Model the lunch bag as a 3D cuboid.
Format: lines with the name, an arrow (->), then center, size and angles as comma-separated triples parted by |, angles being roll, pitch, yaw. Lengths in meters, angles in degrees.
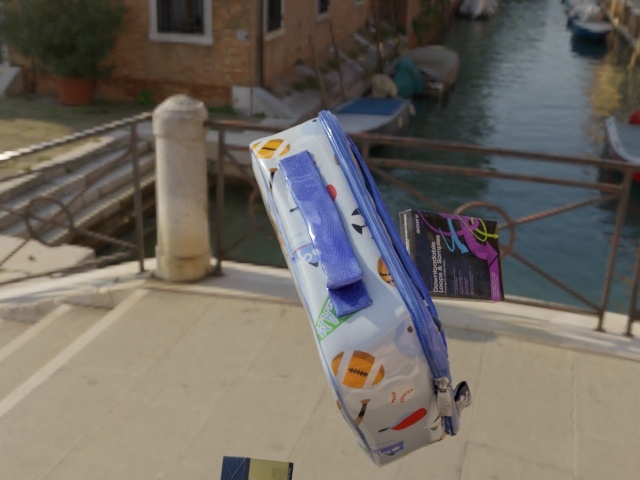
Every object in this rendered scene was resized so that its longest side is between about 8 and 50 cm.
lunch bag -> 0.033, 0.043, 0.732 | 0.115, 0.243, 0.303 | -22, 53, -2

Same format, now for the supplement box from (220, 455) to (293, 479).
supplement box -> -0.089, 0.342, 1.112 | 0.083, 0.083, 0.056 | 19, -21, -37

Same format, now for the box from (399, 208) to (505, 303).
box -> 0.178, 0.023, 1.089 | 0.162, 0.116, 0.029 | 5, -15, -32
